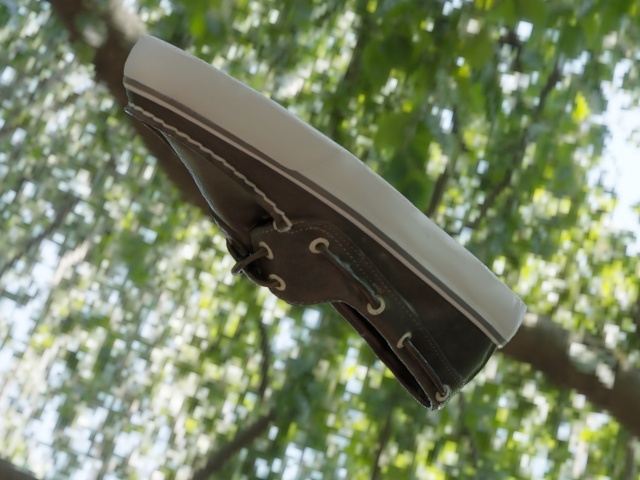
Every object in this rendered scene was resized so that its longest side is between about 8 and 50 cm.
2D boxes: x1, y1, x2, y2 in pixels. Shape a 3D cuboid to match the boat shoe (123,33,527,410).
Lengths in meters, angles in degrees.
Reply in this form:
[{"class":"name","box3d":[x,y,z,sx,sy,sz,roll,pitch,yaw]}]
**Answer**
[{"class":"boat shoe","box3d":[0.000,0.000,0.409,0.142,0.040,0.049,37,-5,-34]}]
